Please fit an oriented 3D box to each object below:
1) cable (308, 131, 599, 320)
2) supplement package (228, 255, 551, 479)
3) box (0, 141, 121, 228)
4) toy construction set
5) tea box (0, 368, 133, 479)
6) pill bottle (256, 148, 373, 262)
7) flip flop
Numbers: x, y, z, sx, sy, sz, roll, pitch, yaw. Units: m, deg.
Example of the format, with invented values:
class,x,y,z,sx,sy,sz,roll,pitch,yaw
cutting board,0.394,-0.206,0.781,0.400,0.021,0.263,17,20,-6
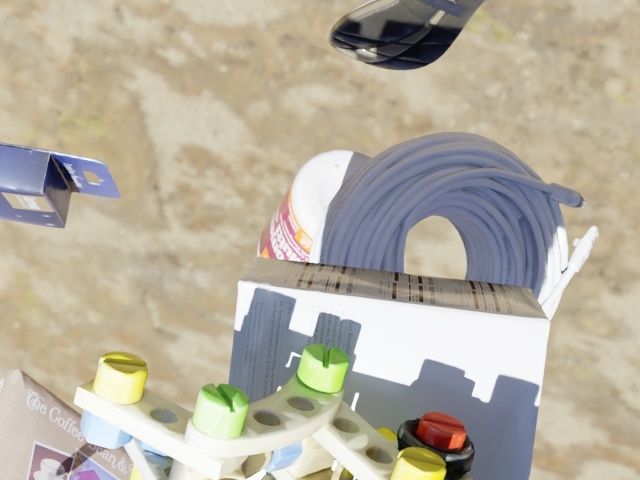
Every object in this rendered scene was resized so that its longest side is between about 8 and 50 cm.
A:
class,x,y,z,sx,sy,sz,roll,pitch,yaw
cable,0.113,0.023,1.498,0.257,0.257,0.089,31,175,-25
supplement package,0.040,0.123,1.081,0.203,0.194,0.149,7,-173,2
box,-0.261,-0.047,1.125,0.225,0.036,0.136,9,170,-1
toy construction set,0.017,0.179,0.879,0.215,0.327,0.151,-1,131,-39
tea box,-0.387,0.313,1.769,0.324,0.220,0.329,-6,145,32
pill bottle,0.000,0.000,1.718,0.121,0.121,0.221,23,150,-7
flip flop,0.110,-0.269,1.650,0.112,0.080,0.277,22,143,-21
